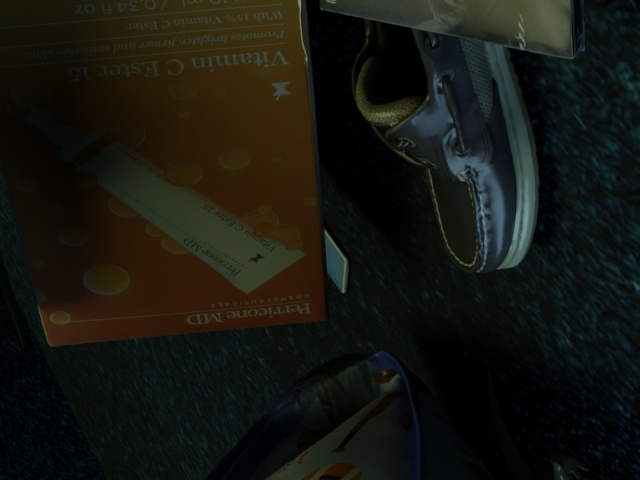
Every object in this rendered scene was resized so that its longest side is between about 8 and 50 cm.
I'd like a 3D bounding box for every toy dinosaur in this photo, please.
[{"bbox_3d":[0.149,0.176,1.320,0.183,0.053,0.092,62,164,5],"label":"toy dinosaur"}]

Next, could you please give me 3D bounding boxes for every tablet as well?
[{"bbox_3d":[0.000,0.000,1.581,0.083,0.006,0.054,54,160,26],"label":"tablet"}]

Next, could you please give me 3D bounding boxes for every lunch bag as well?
[{"bbox_3d":[0.067,0.279,1.324,0.328,0.239,0.385,57,-168,-14],"label":"lunch bag"}]

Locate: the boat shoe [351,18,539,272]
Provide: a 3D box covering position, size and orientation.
[{"bbox_3d":[0.063,-0.094,1.115,0.103,0.092,0.285,48,156,47],"label":"boat shoe"}]

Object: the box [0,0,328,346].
[{"bbox_3d":[-0.112,-0.104,1.329,0.345,0.215,0.168,85,180,-49],"label":"box"}]

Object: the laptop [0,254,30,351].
[{"bbox_3d":[-0.238,-0.214,1.317,0.408,0.236,0.382,51,162,29],"label":"laptop"}]

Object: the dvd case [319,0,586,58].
[{"bbox_3d":[0.056,-0.207,0.945,0.164,0.018,0.221,16,123,37],"label":"dvd case"}]
